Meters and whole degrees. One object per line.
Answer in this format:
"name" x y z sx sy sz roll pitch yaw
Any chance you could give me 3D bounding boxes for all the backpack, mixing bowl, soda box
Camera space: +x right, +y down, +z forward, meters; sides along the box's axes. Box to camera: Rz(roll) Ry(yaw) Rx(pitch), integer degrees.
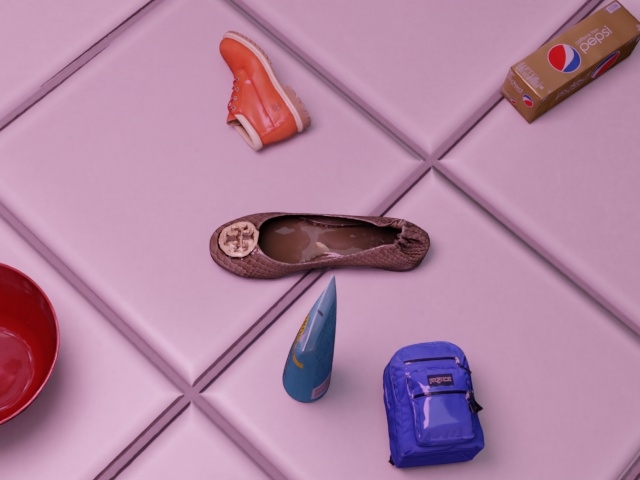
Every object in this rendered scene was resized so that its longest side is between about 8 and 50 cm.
"backpack" 0.119 0.164 1.037 0.098 0.101 0.120 -1 63 -11
"mixing bowl" -0.352 0.121 1.024 0.181 0.098 0.181 2 65 -4
"soda box" 0.312 -0.222 1.239 0.181 0.061 0.058 -33 73 -17

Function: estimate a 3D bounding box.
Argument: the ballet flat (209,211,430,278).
"ballet flat" 0.000 0.000 1.122 0.250 0.058 0.084 2 65 -3

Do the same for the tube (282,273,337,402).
"tube" -0.008 0.108 0.993 0.052 0.207 0.080 16 65 2

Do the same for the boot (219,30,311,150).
"boot" -0.089 -0.180 1.199 0.084 0.059 0.158 -33 73 -11
